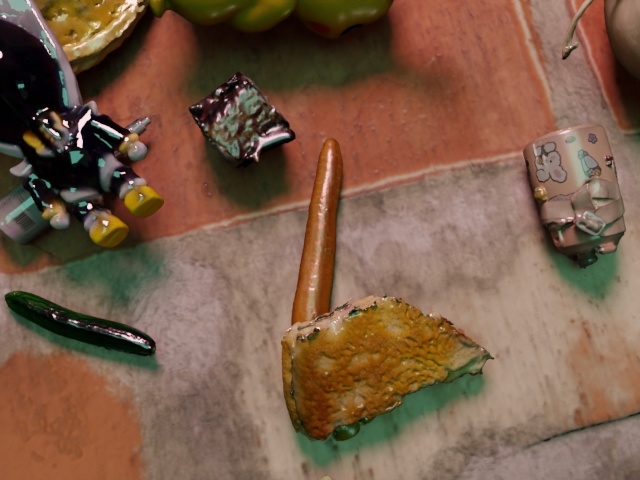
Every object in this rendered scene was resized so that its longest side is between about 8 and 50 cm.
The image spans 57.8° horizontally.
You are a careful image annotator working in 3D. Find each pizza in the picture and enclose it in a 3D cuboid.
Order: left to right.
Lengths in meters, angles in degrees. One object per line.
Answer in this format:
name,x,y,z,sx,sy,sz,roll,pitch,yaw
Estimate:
pizza,0.058,0.120,0.617,0.226,0.069,0.147,-27,107,-5

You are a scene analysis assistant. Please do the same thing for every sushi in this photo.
sushi,-0.089,-0.129,0.653,0.084,0.094,0.098,-40,100,-4

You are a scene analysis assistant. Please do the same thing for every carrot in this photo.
carrot,0.000,0.000,0.659,0.043,0.043,0.247,8,78,0

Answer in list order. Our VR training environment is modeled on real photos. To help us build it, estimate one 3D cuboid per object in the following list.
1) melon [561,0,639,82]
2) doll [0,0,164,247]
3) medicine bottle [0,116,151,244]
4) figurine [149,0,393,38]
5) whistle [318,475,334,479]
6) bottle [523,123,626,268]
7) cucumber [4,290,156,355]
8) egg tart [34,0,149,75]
melon,0.452,-0.270,0.612,0.308,0.272,0.271,9,79,-28
doll,-0.291,-0.136,0.583,0.145,0.103,0.316,-40,93,23
medicine bottle,-0.273,-0.077,0.656,0.199,0.057,0.057,-41,84,-7
figurine,-0.031,-0.325,0.650,0.327,0.169,0.218,3,42,-13
whistle,-0.048,0.340,0.576,0.105,0.085,0.227,39,81,-4
bottle,0.290,-0.046,0.647,0.099,0.099,0.152,-10,81,-3
cucumber,-0.266,0.094,0.640,0.184,0.033,0.036,18,105,2
egg tart,-0.356,-0.343,0.663,0.342,0.132,0.341,0,79,-1
